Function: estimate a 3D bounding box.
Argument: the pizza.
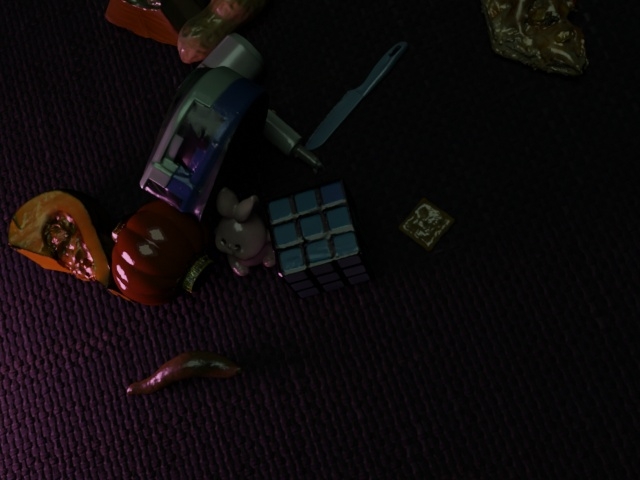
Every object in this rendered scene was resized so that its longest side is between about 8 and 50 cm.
[{"bbox_3d":[0.427,-0.439,1.656,0.189,0.071,0.297,-19,71,6],"label":"pizza"}]

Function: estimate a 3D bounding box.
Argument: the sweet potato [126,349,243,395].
[{"bbox_3d":[-0.269,0.252,1.610,0.249,0.059,0.069,-14,108,10],"label":"sweet potato"}]

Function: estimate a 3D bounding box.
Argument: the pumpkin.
[{"bbox_3d":[-0.513,0.030,1.692,0.190,0.139,0.280,-26,67,2],"label":"pumpkin"}]

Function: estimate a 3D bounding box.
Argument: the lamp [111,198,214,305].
[{"bbox_3d":[-0.305,0.020,1.604,0.196,0.223,0.223,32,82,9],"label":"lamp"}]

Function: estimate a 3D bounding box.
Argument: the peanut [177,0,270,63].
[{"bbox_3d":[-0.211,-0.485,1.795,0.263,0.117,0.101,-45,60,0],"label":"peanut"}]

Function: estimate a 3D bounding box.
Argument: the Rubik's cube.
[{"bbox_3d":[0.000,0.000,1.573,0.160,0.163,0.162,-16,67,7],"label":"Rubik's cube"}]

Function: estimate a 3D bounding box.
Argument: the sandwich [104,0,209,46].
[{"bbox_3d":[-0.389,-0.555,1.809,0.227,0.198,0.155,19,79,17],"label":"sandwich"}]

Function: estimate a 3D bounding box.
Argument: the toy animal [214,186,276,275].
[{"bbox_3d":[-0.157,-0.014,1.588,0.124,0.212,0.124,-5,65,12],"label":"toy animal"}]

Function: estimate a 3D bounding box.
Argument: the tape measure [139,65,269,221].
[{"bbox_3d":[-0.209,-0.195,1.571,0.138,0.259,0.262,24,111,4],"label":"tape measure"}]

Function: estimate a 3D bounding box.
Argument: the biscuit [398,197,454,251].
[{"bbox_3d":[0.206,-0.031,1.610,0.081,0.018,0.083,40,86,20],"label":"biscuit"}]

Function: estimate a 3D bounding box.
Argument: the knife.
[{"bbox_3d":[0.072,-0.300,1.724,0.044,0.019,0.313,39,85,28],"label":"knife"}]

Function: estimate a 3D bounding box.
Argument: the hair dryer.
[{"bbox_3d":[-0.115,-0.263,1.726,0.357,0.107,0.173,42,88,11],"label":"hair dryer"}]
